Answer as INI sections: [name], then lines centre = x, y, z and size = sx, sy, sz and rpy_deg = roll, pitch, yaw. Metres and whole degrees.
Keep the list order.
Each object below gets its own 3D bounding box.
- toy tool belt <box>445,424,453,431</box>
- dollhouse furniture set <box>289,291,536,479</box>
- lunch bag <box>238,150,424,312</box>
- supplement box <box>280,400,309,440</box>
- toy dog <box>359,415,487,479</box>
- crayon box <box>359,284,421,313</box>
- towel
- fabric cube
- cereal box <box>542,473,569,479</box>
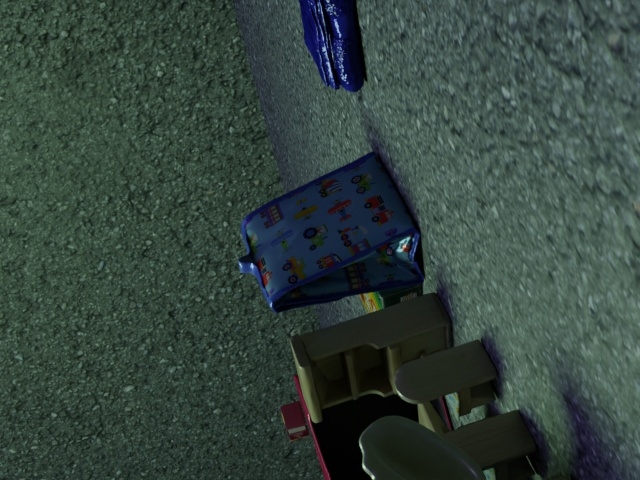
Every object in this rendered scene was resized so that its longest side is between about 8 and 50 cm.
[toy tool belt]
centre = 0.240, 0.370, 1.836
size = 0.083, 0.052, 0.051
rpy_deg = -116, 2, -47
[dollhouse furniture set]
centre = 0.137, 0.306, 1.616
size = 0.362, 0.256, 0.394
rpy_deg = 79, 171, -49
[lunch bag]
centre = 0.000, 0.000, 1.779
size = 0.221, 0.293, 0.138
rpy_deg = -114, 9, -45
[supplement box]
centre = -0.052, 0.368, 2.106
size = 0.083, 0.043, 0.055
rpy_deg = 81, 172, -63
[toy dog]
centre = 0.145, 0.463, 1.372
size = 0.408, 0.395, 0.284
rpy_deg = 99, -173, -57
[crayon box]
centre = 0.103, 0.039, 1.970
size = 0.202, 0.081, 0.318
rpy_deg = 79, 171, -50
[towel]
centre = -0.008, -0.416, 1.692
size = 0.227, 0.076, 0.308
rpy_deg = -115, 10, -45
[fabric cube]
centre = 0.112, 0.373, 2.048
size = 0.258, 0.254, 0.259
rpy_deg = -132, 24, -79
[cereal box]
centre = 0.321, 0.377, 1.167
size = 0.240, 0.047, 0.173
rpy_deg = -167, 58, -83
